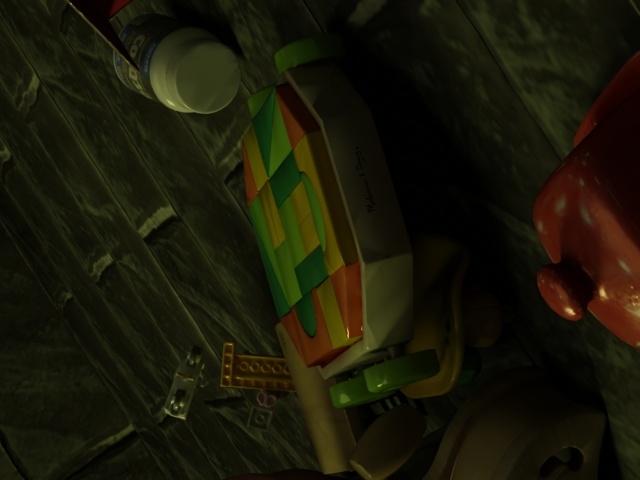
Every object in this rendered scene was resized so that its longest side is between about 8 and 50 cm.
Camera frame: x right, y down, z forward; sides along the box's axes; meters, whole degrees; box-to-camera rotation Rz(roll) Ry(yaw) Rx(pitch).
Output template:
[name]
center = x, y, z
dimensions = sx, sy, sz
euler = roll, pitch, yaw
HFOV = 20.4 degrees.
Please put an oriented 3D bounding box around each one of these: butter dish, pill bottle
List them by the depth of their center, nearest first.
[butter dish]
center = 0.172, 0.001, 0.979
dimensions = 0.160, 0.118, 0.160
euler = 55, 164, 10
[pill bottle]
center = -0.129, -0.159, 1.608
dimensions = 0.137, 0.078, 0.078
euler = 27, 147, 59

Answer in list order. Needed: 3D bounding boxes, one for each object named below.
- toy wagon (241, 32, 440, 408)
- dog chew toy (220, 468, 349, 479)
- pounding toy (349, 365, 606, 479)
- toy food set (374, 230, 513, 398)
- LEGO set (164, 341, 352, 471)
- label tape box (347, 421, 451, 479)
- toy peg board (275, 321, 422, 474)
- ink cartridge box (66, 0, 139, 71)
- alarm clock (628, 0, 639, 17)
[toy wagon]
center = 0.000, 0.000, 1.410
dimensions = 0.344, 0.068, 0.267
euler = 137, 119, -73
[dog chew toy]
center = -0.031, 0.341, 1.945
dimensions = 0.206, 0.206, 0.332
euler = 54, -157, 11
[pounding toy]
center = 0.139, 0.175, 1.378
dimensions = 0.269, 0.154, 0.155
euler = 46, 174, -40
[toy food set]
center = 0.096, 0.057, 1.411
dimensions = 0.218, 0.071, 0.128
euler = 160, 101, -71
[LEGO set]
center = -0.017, 0.184, 1.889
dimensions = 0.287, 0.132, 0.107
euler = 27, 178, 2
[label tape box]
center = 0.003, 0.291, 1.509
dimensions = 0.106, 0.240, 0.333
euler = 58, -156, 2
[toy peg board]
center = 0.031, 0.138, 1.743
dimensions = 0.161, 0.079, 0.161
euler = 145, 107, -73
[ink cartridge box]
center = -0.198, -0.304, 1.209
dimensions = 0.309, 0.130, 0.272
euler = 45, -170, -53
[alarm clock]
center = 0.168, -0.154, 0.798
dimensions = 0.192, 0.064, 0.129
euler = 46, 161, 25
